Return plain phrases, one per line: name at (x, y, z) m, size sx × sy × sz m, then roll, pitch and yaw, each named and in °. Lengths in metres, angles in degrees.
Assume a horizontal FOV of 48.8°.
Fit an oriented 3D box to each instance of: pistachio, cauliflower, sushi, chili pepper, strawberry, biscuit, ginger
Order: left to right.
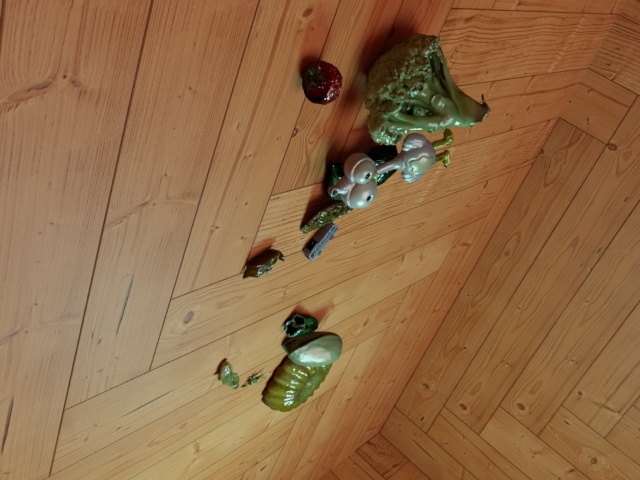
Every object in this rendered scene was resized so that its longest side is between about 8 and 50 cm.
ginger at (-0.286, 0.417, 2.172) m, size 0.057 × 0.044 × 0.137 m, roll -18°, pitch 143°, yaw -3°
sushi at (-0.156, 0.066, 1.904) m, size 0.120 × 0.052 × 0.055 m, roll -36°, pitch 137°, yaw -35°
biscuit at (-0.071, 0.509, 2.604) m, size 0.326 × 0.107 × 0.326 m, roll -38°, pitch 154°, yaw -22°
chili pepper at (-0.054, 0.291, 2.392) m, size 0.088 × 0.059 × 0.227 m, roll -37°, pitch 163°, yaw 9°
pistachio at (-0.024, 0.371, 2.434) m, size 0.226 × 0.136 × 0.136 m, roll 1°, pitch 127°, yaw -33°
strawberry at (0.008, -0.350, 1.555) m, size 0.106 × 0.106 × 0.106 m, roll -39°, pitch 153°, yaw -25°
biscuit at (0.050, -0.085, 2.023) m, size 0.231 × 0.025 × 0.131 m, roll -28°, pitch 170°, yaw -41°
chili pepper at (0.130, -0.190, 1.963) m, size 0.264 × 0.116 × 0.148 m, roll -31°, pitch 152°, yaw -36°
cauliflower at (0.241, -0.354, 1.757) m, size 0.327 × 0.281 × 0.260 m, roll -50°, pitch -168°, yaw -13°

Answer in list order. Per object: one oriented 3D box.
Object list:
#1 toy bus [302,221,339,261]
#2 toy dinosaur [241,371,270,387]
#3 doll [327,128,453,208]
toy bus at (0.000, 0.000, 2.095) m, size 0.130 × 0.037 × 0.052 m, roll -51°, pitch 154°, yaw -2°
toy dinosaur at (-0.216, 0.463, 2.368) m, size 0.113 × 0.026 × 0.041 m, roll -30°, pitch 156°, yaw -22°
doll at (0.179, -0.190, 1.845) m, size 0.365 × 0.094 × 0.160 m, roll -25°, pitch 141°, yaw -18°
